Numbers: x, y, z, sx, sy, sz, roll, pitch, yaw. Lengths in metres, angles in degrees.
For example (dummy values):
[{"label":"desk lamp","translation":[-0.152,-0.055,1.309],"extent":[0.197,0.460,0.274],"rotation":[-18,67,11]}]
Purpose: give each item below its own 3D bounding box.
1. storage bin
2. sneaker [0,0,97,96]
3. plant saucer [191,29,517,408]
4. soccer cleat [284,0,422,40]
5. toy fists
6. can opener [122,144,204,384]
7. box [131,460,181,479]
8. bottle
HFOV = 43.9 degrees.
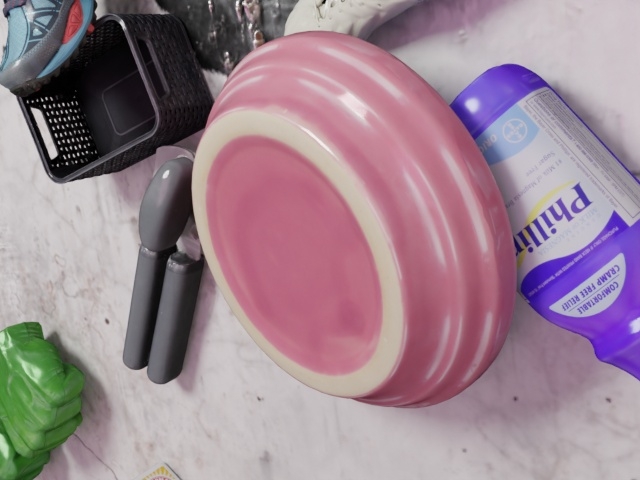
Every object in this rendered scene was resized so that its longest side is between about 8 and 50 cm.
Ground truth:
[{"label":"storage bin","translation":[-0.212,-0.143,0.811],"extent":[0.180,0.084,0.122],"rotation":[-20,92,34]},{"label":"sneaker","translation":[-0.281,-0.261,0.738],"extent":[0.104,0.125,0.261],"rotation":[-12,66,39]},{"label":"plant saucer","translation":[0.000,0.000,0.656],"extent":[0.332,0.084,0.332],"rotation":[28,131,37]},{"label":"soccer cleat","translation":[0.039,-0.200,0.639],"extent":[0.196,0.076,0.068],"rotation":[-17,94,35]},{"label":"toy fists","translation":[-0.388,0.229,1.023],"extent":[0.279,0.096,0.142],"rotation":[-46,67,34]},{"label":"can opener","translation":[-0.170,0.030,0.835],"extent":[0.074,0.093,0.280],"rotation":[26,121,23]},{"label":"box","translation":[-0.171,0.375,0.909],"extent":[0.203,0.114,0.103],"rotation":[40,122,18]},{"label":"bottle","translation":[0.194,0.003,0.587],"extent":[0.282,0.092,0.118],"rotation":[51,128,10]}]
